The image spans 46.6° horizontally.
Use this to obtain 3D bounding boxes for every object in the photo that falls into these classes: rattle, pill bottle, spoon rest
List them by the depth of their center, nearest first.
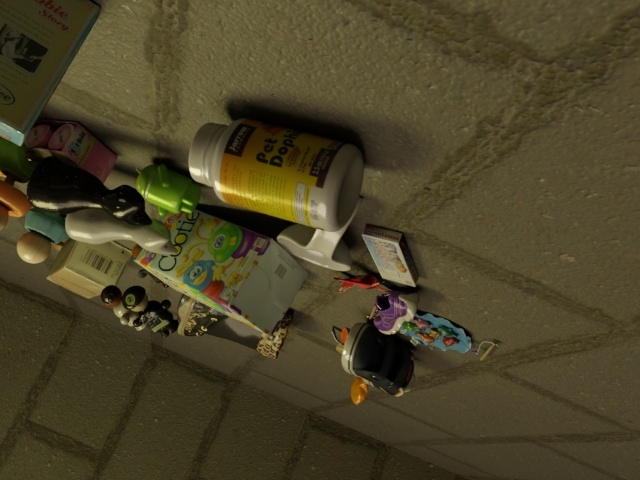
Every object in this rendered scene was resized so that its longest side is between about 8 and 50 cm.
[{"bbox_3d":[-0.060,-0.091,0.973,0.215,0.117,0.117,16,160,18],"label":"pill bottle"},{"bbox_3d":[0.000,0.000,1.203,0.137,0.084,0.276,23,160,-1],"label":"spoon rest"},{"bbox_3d":[0.068,0.317,1.897,0.130,0.142,0.199,34,174,28],"label":"rattle"}]

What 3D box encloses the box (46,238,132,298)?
[{"bbox_3d":[-0.638,0.069,2.034,0.148,0.121,0.311,29,160,-20],"label":"box"}]

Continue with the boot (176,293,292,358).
[{"bbox_3d":[-0.230,0.221,1.980,0.284,0.138,0.377,22,156,0],"label":"boot"}]

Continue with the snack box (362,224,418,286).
[{"bbox_3d":[0.119,0.028,1.237,0.064,0.022,0.178,15,160,23],"label":"snack box"}]

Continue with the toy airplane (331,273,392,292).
[{"bbox_3d":[0.078,0.081,1.410,0.151,0.028,0.151,7,167,2],"label":"toy airplane"}]

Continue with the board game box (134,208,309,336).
[{"bbox_3d":[-0.188,0.049,1.386,0.275,0.142,0.144,20,163,39],"label":"board game box"}]

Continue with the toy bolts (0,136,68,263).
[{"bbox_3d":[-0.559,-0.064,1.343,0.218,0.158,0.228,11,158,33],"label":"toy bolts"}]

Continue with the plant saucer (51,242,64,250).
[{"bbox_3d":[-0.759,0.025,2.215,0.083,0.015,0.083,20,160,7],"label":"plant saucer"}]

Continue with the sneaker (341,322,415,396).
[{"bbox_3d":[0.146,0.279,1.724,0.127,0.126,0.321,16,166,23],"label":"sneaker"}]

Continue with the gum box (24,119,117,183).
[{"bbox_3d":[-0.471,-0.161,1.327,0.188,0.062,0.107,10,157,33],"label":"gum box"}]

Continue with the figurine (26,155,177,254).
[{"bbox_3d":[-0.363,-0.044,1.290,0.209,0.092,0.215,15,160,16],"label":"figurine"}]

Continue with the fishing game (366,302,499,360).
[{"bbox_3d":[0.224,0.197,1.544,0.264,0.041,0.189,22,158,4],"label":"fishing game"}]

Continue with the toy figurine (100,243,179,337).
[{"bbox_3d":[-0.395,0.105,1.734,0.209,0.213,0.148,4,144,48],"label":"toy figurine"}]

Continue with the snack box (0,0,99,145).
[{"bbox_3d":[-0.434,-0.267,0.817,0.322,0.187,0.060,30,160,-20],"label":"snack box"}]

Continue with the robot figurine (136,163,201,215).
[{"bbox_3d":[-0.265,-0.090,1.282,0.115,0.067,0.101,24,148,1],"label":"robot figurine"}]

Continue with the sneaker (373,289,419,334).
[{"bbox_3d":[0.132,0.126,1.413,0.071,0.068,0.170,20,154,-5],"label":"sneaker"}]
